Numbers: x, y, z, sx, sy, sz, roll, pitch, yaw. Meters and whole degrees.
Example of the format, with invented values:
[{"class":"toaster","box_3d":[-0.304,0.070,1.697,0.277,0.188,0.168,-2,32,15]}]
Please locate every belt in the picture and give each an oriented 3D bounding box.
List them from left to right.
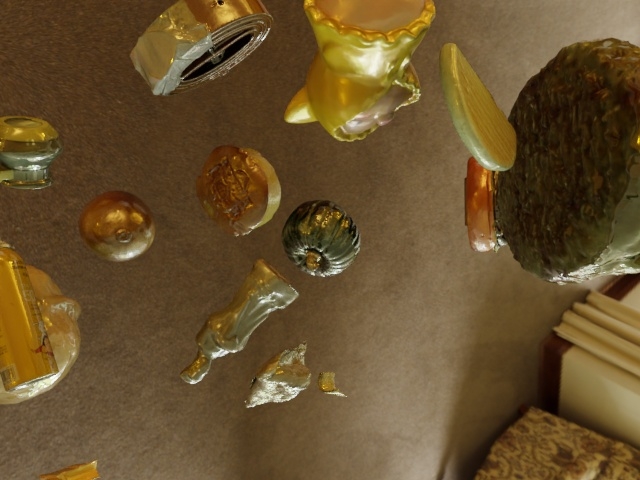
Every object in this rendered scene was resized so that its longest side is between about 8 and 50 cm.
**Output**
[{"class":"belt","box_3d":[-0.281,-0.477,1.138,0.339,0.217,0.122,-32,89,2]}]

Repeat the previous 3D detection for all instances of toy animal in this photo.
[{"class":"toy animal","box_3d":[0.044,-0.215,0.522,0.156,0.156,0.229,-27,158,-25]}]

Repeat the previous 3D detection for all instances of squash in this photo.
[{"class":"squash","box_3d":[0.001,-0.004,1.227,0.172,0.218,0.218,-38,127,-28]}]

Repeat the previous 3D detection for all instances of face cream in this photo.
[{"class":"face cream","box_3d":[-0.683,0.147,1.043,0.105,0.105,0.348,-18,81,-30]}]

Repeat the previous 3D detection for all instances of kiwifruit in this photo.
[{"class":"kiwifruit","box_3d":[-0.554,-0.038,1.304,0.196,0.234,0.195,-11,112,-30]}]

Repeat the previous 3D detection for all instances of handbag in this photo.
[{"class":"handbag","box_3d":[-0.386,0.360,0.727,0.061,0.083,0.027,-3,75,-50]}]

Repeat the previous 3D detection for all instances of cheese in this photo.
[{"class":"cheese","box_3d":[0.032,0.410,1.325,0.060,0.084,0.041,21,110,-50]}]

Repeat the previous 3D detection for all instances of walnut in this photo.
[{"class":"walnut","box_3d":[-0.806,0.244,1.228,0.382,0.381,0.380,-15,117,-31]}]

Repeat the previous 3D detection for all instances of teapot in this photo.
[{"class":"teapot","box_3d":[-0.563,-0.159,0.876,0.166,0.131,0.119,-34,142,-58]}]

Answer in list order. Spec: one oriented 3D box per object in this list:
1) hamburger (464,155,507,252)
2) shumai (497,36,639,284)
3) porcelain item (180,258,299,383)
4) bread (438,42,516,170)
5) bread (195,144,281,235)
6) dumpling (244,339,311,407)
[{"class":"hamburger","box_3d":[0.499,-0.096,1.239,0.291,0.225,0.290,-4,90,-67]},{"class":"shumai","box_3d":[0.494,-0.118,0.723,0.349,0.395,0.394,-5,116,-1]},{"class":"porcelain item","box_3d":[-0.134,0.130,0.716,0.215,0.069,0.081,-47,141,-3]},{"class":"bread","box_3d":[0.199,-0.144,0.602,0.193,0.036,0.112,33,53,-37]},{"class":"bread","box_3d":[-0.247,-0.153,1.432,0.148,0.270,0.269,-24,126,-58]},{"class":"dumpling","box_3d":[-0.074,0.297,1.022,0.166,0.086,0.332,-30,165,-26]}]
